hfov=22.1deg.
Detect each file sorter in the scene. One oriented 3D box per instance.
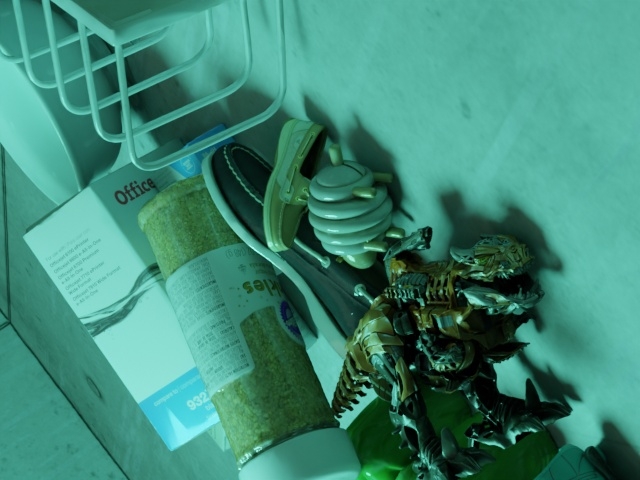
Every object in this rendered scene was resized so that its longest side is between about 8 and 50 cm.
[{"bbox_3d":[-0.181,-0.215,1.559,0.277,0.193,0.173,37,143,40],"label":"file sorter"}]

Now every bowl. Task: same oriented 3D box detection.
[{"bbox_3d":[-0.336,-0.195,2.058,0.298,0.134,0.298,45,157,24],"label":"bowl"}]

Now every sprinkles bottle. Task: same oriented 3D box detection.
[{"bbox_3d":[-0.078,0.106,1.711,0.121,0.121,0.355,108,140,-65],"label":"sprinkles bottle"}]

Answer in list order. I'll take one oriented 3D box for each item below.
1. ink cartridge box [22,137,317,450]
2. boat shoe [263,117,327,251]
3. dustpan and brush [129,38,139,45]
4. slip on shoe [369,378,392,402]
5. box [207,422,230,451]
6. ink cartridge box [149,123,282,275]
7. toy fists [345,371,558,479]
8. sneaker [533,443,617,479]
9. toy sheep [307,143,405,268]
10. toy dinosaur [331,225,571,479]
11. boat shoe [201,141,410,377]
[{"bbox_3d":[-0.172,0.057,1.934,0.129,0.223,0.307,-34,92,29],"label":"ink cartridge box"},{"bbox_3d":[-0.023,-0.054,1.611,0.045,0.135,0.050,6,173,24],"label":"boat shoe"},{"bbox_3d":[-0.282,-0.319,1.853,0.211,0.060,0.147,39,177,31],"label":"dustpan and brush"},{"bbox_3d":[0.071,0.135,1.768,0.135,0.041,0.051,-145,59,-63],"label":"slip on shoe"},{"bbox_3d":[-0.148,0.136,2.165,0.232,0.127,0.148,47,158,19],"label":"box"},{"bbox_3d":[-0.104,-0.030,1.868,0.180,0.060,0.104,55,142,0],"label":"ink cartridge box"},{"bbox_3d":[0.120,0.228,1.692,0.279,0.142,0.096,20,141,58],"label":"toy fists"},{"bbox_3d":[0.268,0.268,1.472,0.178,0.124,0.295,48,162,-8],"label":"sneaker"},{"bbox_3d":[0.030,-0.033,1.577,0.091,0.091,0.132,24,130,55],"label":"toy sheep"},{"bbox_3d":[0.112,0.104,1.522,0.218,0.164,0.322,60,162,6],"label":"toy dinosaur"},{"bbox_3d":[0.000,0.000,1.678,0.302,0.114,0.091,47,119,10],"label":"boat shoe"}]
